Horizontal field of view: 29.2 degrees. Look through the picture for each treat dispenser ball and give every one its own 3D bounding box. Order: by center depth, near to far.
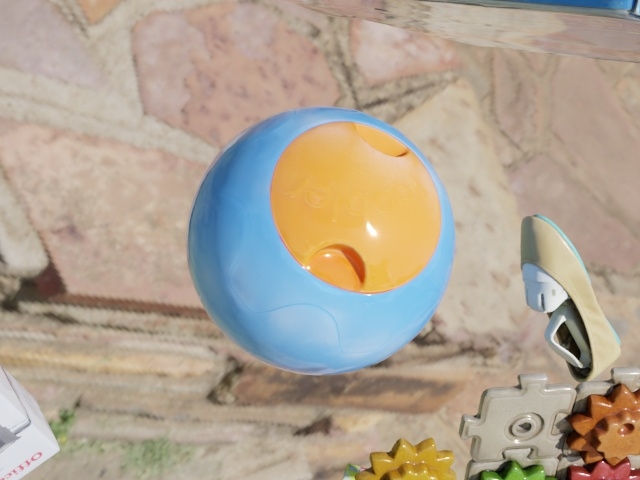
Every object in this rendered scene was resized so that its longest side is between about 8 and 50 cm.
[{"bbox_3d":[0.000,0.000,1.316,0.288,0.288,0.288,21,44,-22],"label":"treat dispenser ball"}]

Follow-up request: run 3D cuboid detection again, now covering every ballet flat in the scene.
[{"bbox_3d":[0.275,0.074,1.387,0.073,0.080,0.232,-46,121,-18],"label":"ballet flat"}]

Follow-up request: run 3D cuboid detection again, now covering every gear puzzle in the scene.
[{"bbox_3d":[0.196,0.186,1.016,0.339,0.175,0.044,-2,36,-10],"label":"gear puzzle"}]

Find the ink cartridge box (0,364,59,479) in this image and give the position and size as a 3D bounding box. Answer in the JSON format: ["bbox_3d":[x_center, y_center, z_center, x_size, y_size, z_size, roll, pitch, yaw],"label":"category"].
[{"bbox_3d":[-0.279,0.140,0.918,0.109,0.150,0.063,-35,56,-8],"label":"ink cartridge box"}]

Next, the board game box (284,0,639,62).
[{"bbox_3d":[0.133,-0.162,0.722,0.308,0.086,0.302,16,10,42],"label":"board game box"}]

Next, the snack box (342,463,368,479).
[{"bbox_3d":[0.086,0.322,1.406,0.141,0.037,0.100,12,54,7],"label":"snack box"}]

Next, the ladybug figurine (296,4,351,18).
[{"bbox_3d":[0.118,-0.383,1.156,0.162,0.449,0.305,41,-2,-41],"label":"ladybug figurine"}]
